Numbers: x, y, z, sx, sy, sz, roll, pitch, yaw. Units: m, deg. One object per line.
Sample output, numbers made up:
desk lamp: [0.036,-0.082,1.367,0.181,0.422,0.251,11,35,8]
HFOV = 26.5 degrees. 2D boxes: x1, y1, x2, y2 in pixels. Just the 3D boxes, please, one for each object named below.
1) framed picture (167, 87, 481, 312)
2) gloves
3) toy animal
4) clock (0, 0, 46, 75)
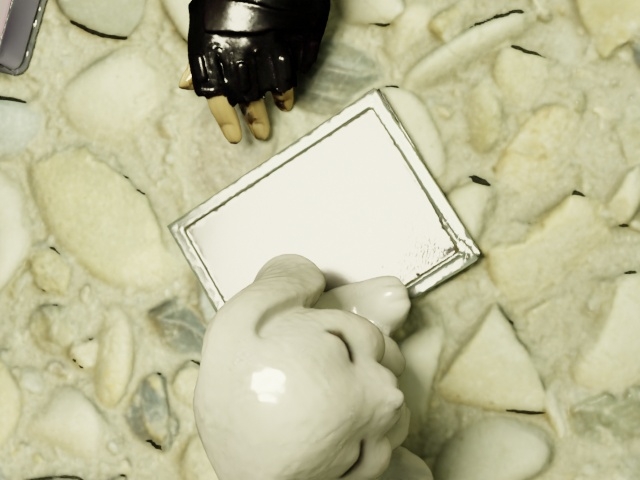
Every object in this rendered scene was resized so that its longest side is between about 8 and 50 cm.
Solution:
framed picture: [0.000,0.000,1.316,0.252,0.014,0.197,-32,77,8]
gloves: [-0.065,-0.196,1.313,0.164,0.124,0.203,-1,74,32]
toy animal: [-0.018,0.145,1.165,0.206,0.265,0.272,-6,88,13]
clock: [-0.359,-0.280,1.408,0.144,0.073,0.193,14,86,15]
